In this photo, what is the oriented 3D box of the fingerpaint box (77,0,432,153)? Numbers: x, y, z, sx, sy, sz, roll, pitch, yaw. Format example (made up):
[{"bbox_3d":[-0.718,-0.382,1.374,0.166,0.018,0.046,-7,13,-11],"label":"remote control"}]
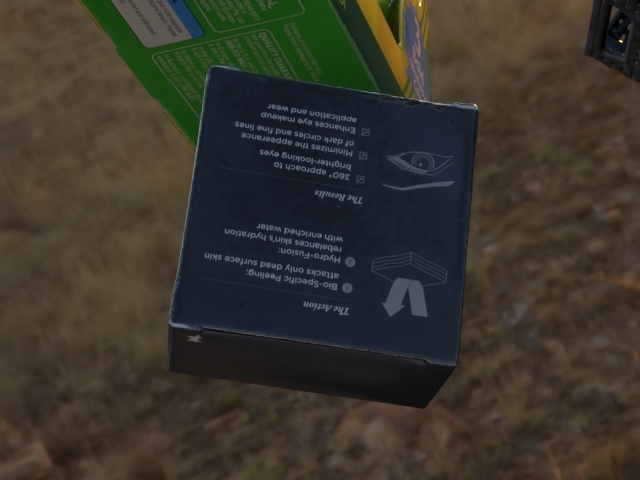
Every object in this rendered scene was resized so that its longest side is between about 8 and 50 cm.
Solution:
[{"bbox_3d":[-0.051,-0.279,1.083,0.163,0.445,0.371,-10,58,16],"label":"fingerpaint box"}]

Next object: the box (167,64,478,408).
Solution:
[{"bbox_3d":[0.000,0.000,0.872,0.156,0.158,0.093,9,-22,-4],"label":"box"}]

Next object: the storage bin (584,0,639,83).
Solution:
[{"bbox_3d":[0.229,-0.172,0.849,0.180,0.084,0.122,-55,-15,-12],"label":"storage bin"}]
